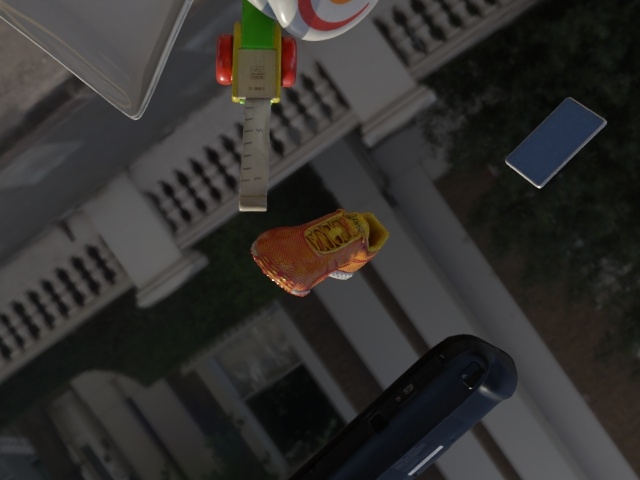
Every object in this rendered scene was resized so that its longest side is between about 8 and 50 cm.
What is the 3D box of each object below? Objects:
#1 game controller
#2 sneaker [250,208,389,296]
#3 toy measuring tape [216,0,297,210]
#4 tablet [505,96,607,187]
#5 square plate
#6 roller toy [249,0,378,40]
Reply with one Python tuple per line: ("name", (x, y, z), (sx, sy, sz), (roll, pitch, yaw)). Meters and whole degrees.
("game controller", (0.085, 0.230, 1.107), (0.319, 0.067, 0.166), (-44, 149, 14))
("sneaker", (0.000, 0.000, 0.795), (0.067, 0.064, 0.175), (-45, 169, 23))
("toy measuring tape", (-0.088, -0.185, 1.315), (0.121, 0.330, 0.121), (0, 164, 0))
("tablet", (0.210, -0.088, 0.870), (0.083, 0.006, 0.054), (-45, -137, 4))
("square plate", (-0.277, -0.385, 1.203), (0.344, 0.347, 0.049), (-59, 166, 27))
("roller toy", (-0.005, -0.354, 1.203), (0.209, 0.146, 0.191), (-24, 143, -33))
